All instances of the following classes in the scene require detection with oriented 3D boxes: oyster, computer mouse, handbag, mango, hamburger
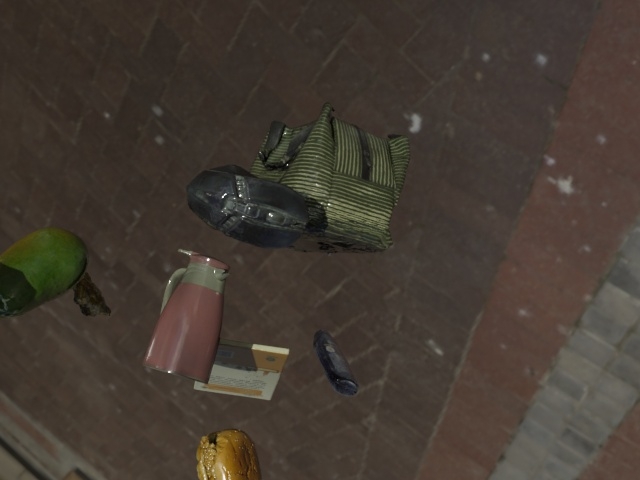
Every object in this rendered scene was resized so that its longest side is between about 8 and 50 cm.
[{"bbox_3d":[-0.528,0.119,2.162,0.045,0.121,0.146,-2,104,20],"label":"oyster"},{"bbox_3d":[-0.113,-0.051,1.442,0.192,0.105,0.062,19,-171,4],"label":"computer mouse"},{"bbox_3d":[0.001,-0.101,1.757,0.247,0.240,0.341,17,169,-28],"label":"handbag"},{"bbox_3d":[-0.518,0.064,1.729,0.156,0.251,0.114,10,126,19],"label":"mango"},{"bbox_3d":[-0.164,0.410,1.734,0.083,0.138,0.147,-20,163,18],"label":"hamburger"}]

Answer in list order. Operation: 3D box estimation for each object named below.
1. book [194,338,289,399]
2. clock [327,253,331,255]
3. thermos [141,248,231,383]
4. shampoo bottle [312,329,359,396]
[{"bbox_3d":[-0.204,0.328,2.426,0.208,0.020,0.295,9,147,-8],"label":"book"},{"bbox_3d":[0.000,0.000,2.142,0.087,0.041,0.129,26,171,-19],"label":"clock"},{"bbox_3d":[-0.282,0.160,2.063,0.176,0.265,0.146,6,165,40],"label":"thermos"},{"bbox_3d":[0.032,0.301,2.401,0.087,0.049,0.233,29,-165,-28],"label":"shampoo bottle"}]
